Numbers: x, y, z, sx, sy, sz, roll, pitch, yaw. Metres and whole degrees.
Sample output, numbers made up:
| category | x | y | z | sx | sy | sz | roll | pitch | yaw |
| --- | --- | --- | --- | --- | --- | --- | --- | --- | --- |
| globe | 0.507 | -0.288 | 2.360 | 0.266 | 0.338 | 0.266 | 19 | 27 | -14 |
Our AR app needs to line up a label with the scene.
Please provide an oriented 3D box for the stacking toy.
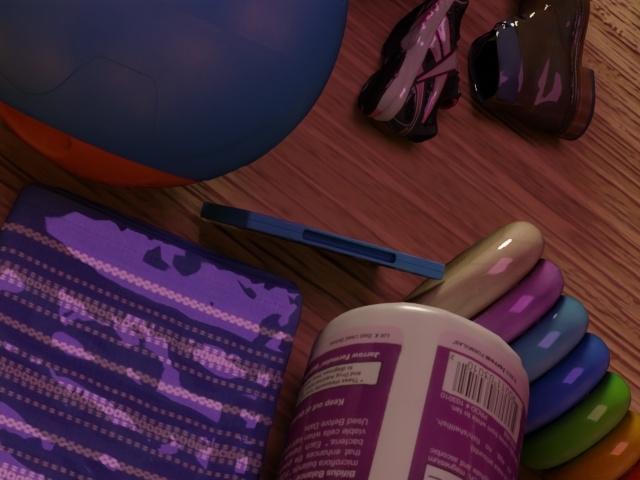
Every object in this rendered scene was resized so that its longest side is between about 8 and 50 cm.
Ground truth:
| category | x | y | z | sx | sy | sz | roll | pitch | yaw |
| --- | --- | --- | --- | --- | --- | --- | --- | --- | --- |
| stacking toy | 0.207 | 0.151 | 1.176 | 0.141 | 0.141 | 0.330 | -39 | 93 | -39 |

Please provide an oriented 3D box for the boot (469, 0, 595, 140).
| category | x | y | z | sx | sy | sz | roll | pitch | yaw |
| --- | --- | --- | --- | --- | --- | --- | --- | --- | --- |
| boot | 0.197 | -0.206 | 1.395 | 0.106 | 0.082 | 0.219 | 10 | 61 | -29 |

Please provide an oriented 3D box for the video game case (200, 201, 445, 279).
| category | x | y | z | sx | sy | sz | roll | pitch | yaw |
| --- | --- | --- | --- | --- | --- | --- | --- | --- | --- |
| video game case | 0.000 | 0.000 | 1.144 | 0.166 | 0.119 | 0.015 | 16 | 89 | -22 |

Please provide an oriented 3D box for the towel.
| category | x | y | z | sx | sy | sz | roll | pitch | yaw |
| --- | --- | --- | --- | --- | --- | --- | --- | --- | --- |
| towel | -0.146 | 0.130 | 1.027 | 0.243 | 0.040 | 0.336 | 24 | 54 | -16 |

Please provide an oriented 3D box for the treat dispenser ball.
| category | x | y | z | sx | sy | sz | roll | pitch | yaw |
| --- | --- | --- | --- | --- | --- | --- | --- | --- | --- |
| treat dispenser ball | -0.123 | -0.181 | 1.060 | 0.288 | 0.288 | 0.288 | 14 | 57 | -23 |

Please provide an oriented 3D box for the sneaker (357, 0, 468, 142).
| category | x | y | z | sx | sy | sz | roll | pitch | yaw |
| --- | --- | --- | --- | --- | --- | --- | --- | --- | --- |
| sneaker | 0.098 | -0.157 | 1.328 | 0.077 | 0.072 | 0.178 | 42 | 58 | -18 |

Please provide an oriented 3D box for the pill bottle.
| category | x | y | z | sx | sy | sz | roll | pitch | yaw |
| --- | --- | --- | --- | --- | --- | --- | --- | --- | --- |
| pill bottle | 0.044 | 0.208 | 1.010 | 0.169 | 0.169 | 0.301 | 27 | 53 | -14 |
